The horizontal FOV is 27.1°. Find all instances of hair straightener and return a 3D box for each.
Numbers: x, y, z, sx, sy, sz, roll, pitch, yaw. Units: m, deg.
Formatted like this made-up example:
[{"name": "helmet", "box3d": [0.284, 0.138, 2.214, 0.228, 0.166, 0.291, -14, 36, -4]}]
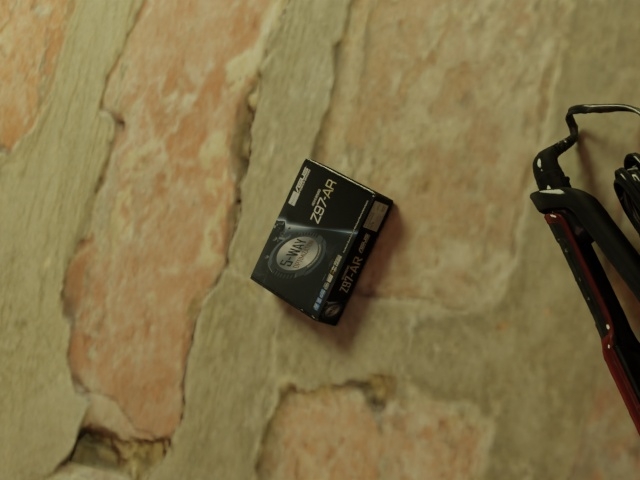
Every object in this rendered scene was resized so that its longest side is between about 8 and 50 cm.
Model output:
[{"name": "hair straightener", "box3d": [0.167, 0.018, 0.627, 0.089, 0.047, 0.230, -39, 49, 27]}]

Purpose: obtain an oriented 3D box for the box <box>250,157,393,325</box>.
[{"name": "box", "box3d": [0.000, 0.000, 0.795, 0.067, 0.018, 0.083, 31, 98, 43]}]
